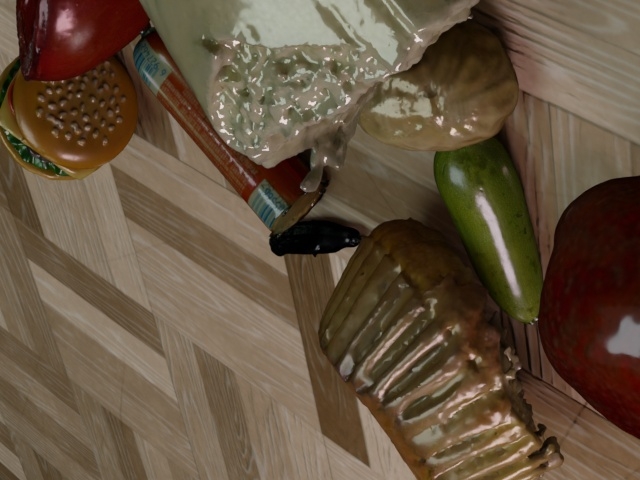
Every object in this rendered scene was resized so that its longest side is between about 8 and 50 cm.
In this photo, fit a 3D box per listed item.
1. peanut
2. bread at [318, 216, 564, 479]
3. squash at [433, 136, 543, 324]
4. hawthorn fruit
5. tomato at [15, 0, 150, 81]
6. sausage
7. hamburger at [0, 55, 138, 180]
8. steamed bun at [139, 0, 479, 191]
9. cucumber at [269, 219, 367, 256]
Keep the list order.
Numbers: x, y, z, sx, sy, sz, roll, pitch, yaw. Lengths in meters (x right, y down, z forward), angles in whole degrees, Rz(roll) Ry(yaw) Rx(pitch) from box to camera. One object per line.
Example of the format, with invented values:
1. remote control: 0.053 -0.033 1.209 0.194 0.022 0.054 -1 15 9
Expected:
1. peanut: 0.055 -0.136 1.408 0.236 0.120 0.110 17 172 43
2. bread: 0.099 0.113 1.532 0.274 0.149 0.274 56 176 6
3. squash: 0.149 -0.010 1.462 0.066 0.066 0.201 19 143 50
4. hawthorn fruit: 0.268 0.052 1.173 0.248 0.208 0.208 22 140 63
5. tomato: -0.232 -0.264 1.717 0.200 0.140 0.233 113 154 -49
6. sausage: -0.101 -0.125 1.734 0.264 0.083 0.083 50 153 14
7. hamburger: -0.282 -0.147 1.919 0.162 0.162 0.115 58 150 -7
8. steamed bun: 0.032 -0.222 1.175 0.272 0.290 0.273 -26 111 42
9. cucumber: 0.000 0.000 1.750 0.043 0.039 0.163 41 161 -21
